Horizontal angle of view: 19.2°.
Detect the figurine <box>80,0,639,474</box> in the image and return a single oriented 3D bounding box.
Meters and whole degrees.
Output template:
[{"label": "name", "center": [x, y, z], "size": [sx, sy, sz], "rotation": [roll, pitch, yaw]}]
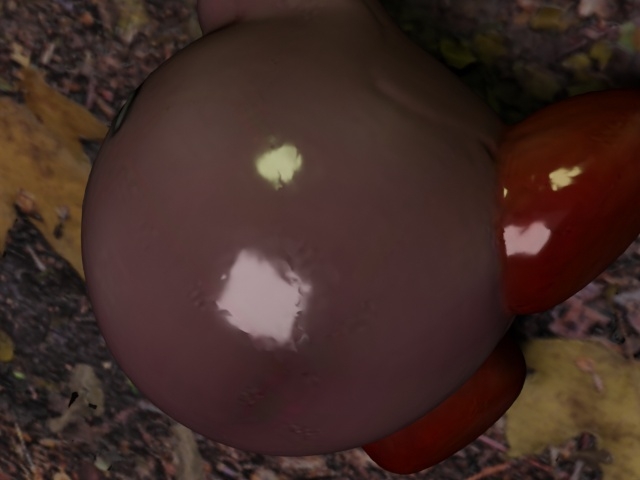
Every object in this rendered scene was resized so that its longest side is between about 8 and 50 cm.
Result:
[{"label": "figurine", "center": [0.005, 0.007, 0.930], "size": [0.261, 0.211, 0.269], "rotation": [33, 129, 0]}]
